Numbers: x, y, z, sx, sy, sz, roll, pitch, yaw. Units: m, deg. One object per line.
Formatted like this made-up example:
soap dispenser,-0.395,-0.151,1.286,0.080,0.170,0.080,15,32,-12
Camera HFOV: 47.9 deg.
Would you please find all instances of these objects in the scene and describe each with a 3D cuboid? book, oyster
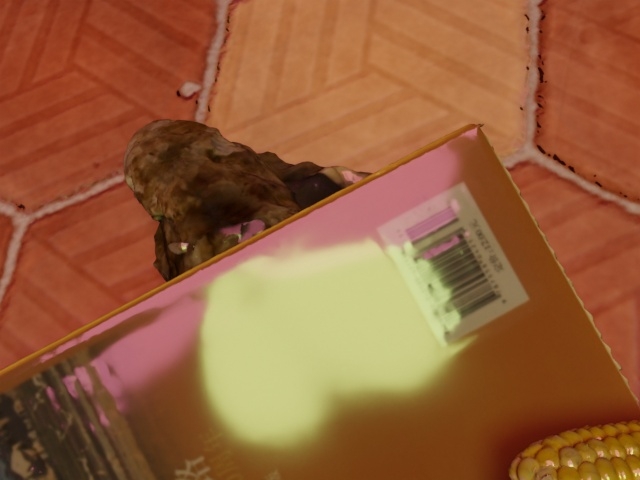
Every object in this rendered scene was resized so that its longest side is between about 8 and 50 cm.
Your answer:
book,-0.012,0.131,0.403,0.374,0.028,0.262,-28,88,-3
oyster,0.001,-0.007,0.480,0.295,0.094,0.166,5,60,5

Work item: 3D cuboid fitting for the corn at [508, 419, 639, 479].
corn,0.213,0.125,0.359,0.249,0.081,0.081,-2,66,-11
